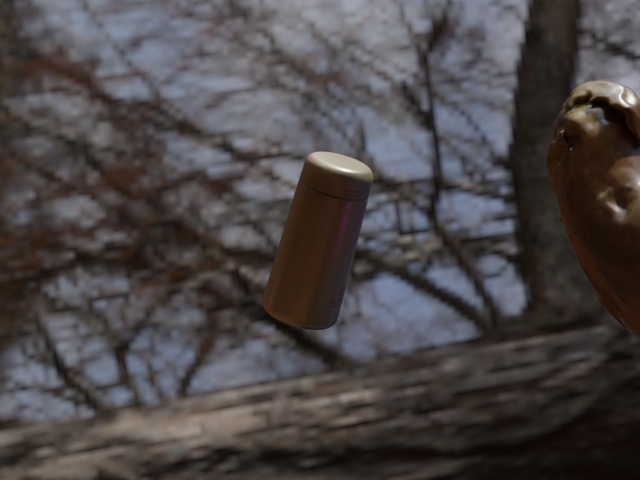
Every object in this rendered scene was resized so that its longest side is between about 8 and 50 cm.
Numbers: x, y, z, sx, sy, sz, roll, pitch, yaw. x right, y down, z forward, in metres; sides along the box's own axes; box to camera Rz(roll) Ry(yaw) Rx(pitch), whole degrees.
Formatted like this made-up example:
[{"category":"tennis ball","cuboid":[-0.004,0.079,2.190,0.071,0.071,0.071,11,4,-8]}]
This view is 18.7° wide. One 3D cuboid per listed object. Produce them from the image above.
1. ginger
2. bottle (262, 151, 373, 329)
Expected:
[{"category":"ginger","cuboid":[0.315,0.007,1.784,0.321,0.165,0.172,45,-65,14]},{"category":"bottle","cuboid":[0.000,0.000,1.102,0.045,0.045,0.096,46,-56,60]}]
